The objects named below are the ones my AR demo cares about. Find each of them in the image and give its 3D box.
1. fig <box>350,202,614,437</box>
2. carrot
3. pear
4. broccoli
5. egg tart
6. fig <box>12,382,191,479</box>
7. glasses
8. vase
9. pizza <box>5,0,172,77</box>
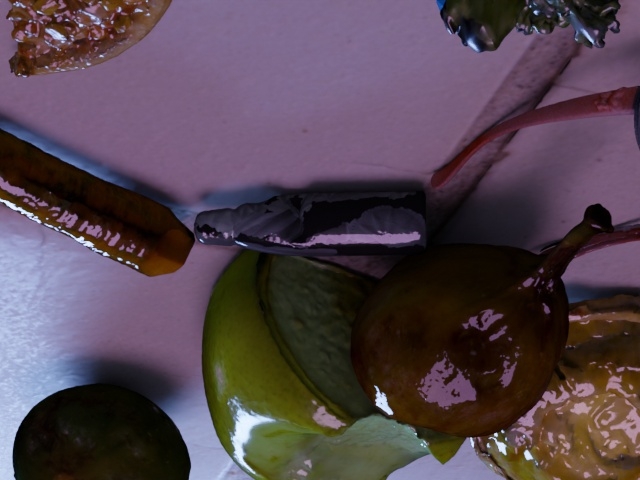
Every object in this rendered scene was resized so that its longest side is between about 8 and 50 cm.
[{"bbox_3d":[0.159,0.079,1.404,0.190,0.191,0.290,24,159,-30],"label":"fig"},{"bbox_3d":[-0.226,-0.041,1.404,0.260,0.070,0.070,29,138,-32],"label":"carrot"},{"bbox_3d":[-0.012,0.163,1.609,0.286,0.176,0.282,20,144,-24],"label":"pear"},{"bbox_3d":[0.121,-0.188,1.081,0.154,0.160,0.167,-6,131,43],"label":"broccoli"},{"bbox_3d":[0.286,0.176,1.615,0.278,0.095,0.279,-3,121,-4],"label":"egg tart"},{"bbox_3d":[-0.239,0.245,1.766,0.195,0.195,0.245,1,-178,1],"label":"fig"},{"bbox_3d":[0.253,-0.064,1.378,0.268,0.118,0.234,-3,154,46],"label":"glasses"},{"bbox_3d":[-0.010,-0.014,1.437,0.211,0.060,0.060,-2,146,3],"label":"vase"},{"bbox_3d":[-0.190,-0.181,1.209,0.178,0.041,0.131,-14,142,22],"label":"pizza"}]
